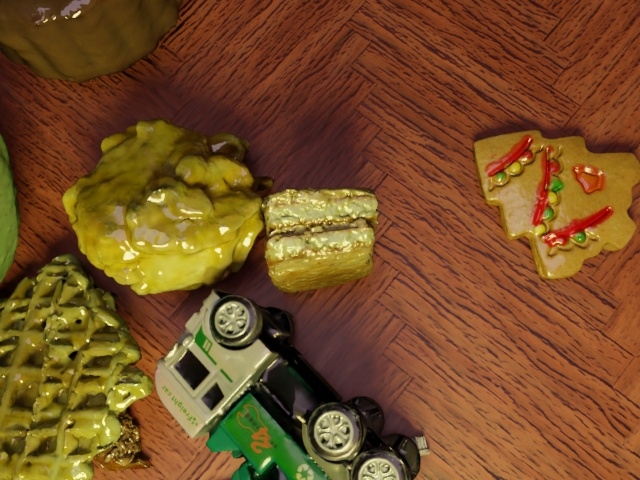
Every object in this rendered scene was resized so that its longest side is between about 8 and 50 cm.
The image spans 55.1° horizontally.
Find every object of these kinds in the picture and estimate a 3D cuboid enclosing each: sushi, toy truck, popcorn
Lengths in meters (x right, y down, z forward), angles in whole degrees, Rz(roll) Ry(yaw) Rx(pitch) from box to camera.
[{"bbox_3d":[-0.263,0.244,0.780,0.055,0.052,0.120,-34,73,11],"label":"sushi"},{"bbox_3d":[-0.029,0.222,0.696,0.178,0.176,0.363,-44,72,1],"label":"toy truck"},{"bbox_3d":[-0.183,-0.041,0.792,0.266,0.192,0.233,-34,59,-29],"label":"popcorn"}]

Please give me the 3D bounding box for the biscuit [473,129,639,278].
[{"bbox_3d":[0.309,-0.069,0.826,0.239,0.041,0.212,35,82,10],"label":"biscuit"}]

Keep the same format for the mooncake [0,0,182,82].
[{"bbox_3d":[-0.358,-0.390,0.877,0.325,0.187,0.323,-1,74,2],"label":"mooncake"}]

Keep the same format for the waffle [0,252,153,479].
[{"bbox_3d":[-0.358,0.176,0.742,0.297,0.073,0.317,-44,52,-3],"label":"waffle"}]

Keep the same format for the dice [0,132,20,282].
[{"bbox_3d":[-0.569,-0.050,0.681,0.319,0.330,0.322,28,43,14],"label":"dice"}]

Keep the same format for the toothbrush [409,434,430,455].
[{"bbox_3d":[-0.005,0.286,0.766,0.287,0.020,0.025,-13,71,0],"label":"toothbrush"}]

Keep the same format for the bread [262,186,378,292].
[{"bbox_3d":[0.000,0.000,0.749,0.138,0.196,0.102,-11,79,-4],"label":"bread"}]
